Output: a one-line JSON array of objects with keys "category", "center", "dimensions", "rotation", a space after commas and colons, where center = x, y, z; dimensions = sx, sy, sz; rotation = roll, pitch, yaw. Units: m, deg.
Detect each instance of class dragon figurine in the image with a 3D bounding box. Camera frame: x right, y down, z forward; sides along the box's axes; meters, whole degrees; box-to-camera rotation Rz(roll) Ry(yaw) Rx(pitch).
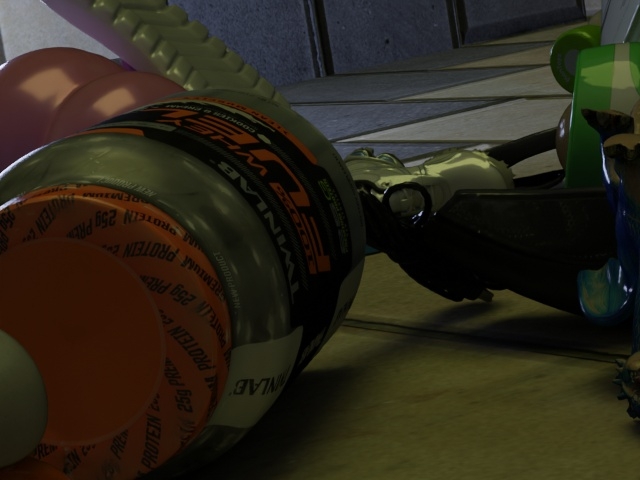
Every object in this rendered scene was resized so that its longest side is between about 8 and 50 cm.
[{"category": "dragon figurine", "center": [0.187, 0.003, 1.099], "dimensions": [0.085, 0.144, 0.289], "rotation": [0, 16, 1]}]

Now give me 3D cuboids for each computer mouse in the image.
[{"category": "computer mouse", "center": [0.150, 0.016, 1.277], "dimensions": [0.272, 0.072, 0.188], "rotation": [-1, -17, 34]}]

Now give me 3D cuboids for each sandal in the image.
[{"category": "sandal", "center": [-0.152, -0.156, 2.032], "dimensions": [0.102, 0.416, 0.169], "rotation": [-52, -11, 24]}, {"category": "sandal", "center": [0.160, -0.059, 1.894], "dimensions": [0.254, 0.054, 0.097], "rotation": [-18, 1, 4]}]

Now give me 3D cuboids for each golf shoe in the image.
[{"category": "golf shoe", "center": [0.086, -0.039, 1.781], "dimensions": [0.176, 0.069, 0.086], "rotation": [0, 25, 30]}]

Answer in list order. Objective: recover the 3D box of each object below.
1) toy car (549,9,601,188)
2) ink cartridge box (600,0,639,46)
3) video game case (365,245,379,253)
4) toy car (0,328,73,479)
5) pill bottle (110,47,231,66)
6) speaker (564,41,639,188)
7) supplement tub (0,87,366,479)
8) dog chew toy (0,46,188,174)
[{"category": "toy car", "center": [0.243, -0.076, 1.568], "dimensions": [0.149, 0.188, 0.155], "rotation": [42, 38, 26]}, {"category": "ink cartridge box", "center": [0.320, -0.181, 1.471], "dimensions": [0.211, 0.121, 0.289], "rotation": [18, 35, -2]}, {"category": "video game case", "center": [0.000, 0.000, 1.763], "dimensions": [0.119, 0.015, 0.166], "rotation": [-13, 9, -19]}, {"category": "toy car", "center": [-0.169, 0.130, 0.785], "dimensions": [0.182, 0.159, 0.136], "rotation": [-17, 48, -42]}, {"category": "pill bottle", "center": [-0.240, -0.105, 2.151], "dimensions": [0.318, 0.176, 0.176], "rotation": [-12, 9, -18]}, {"category": "speaker", "center": [0.312, -0.060, 1.302], "dimensions": [0.296, 0.131, 0.131], "rotation": [5, 11, 7]}, {"category": "supplement tub", "center": [-0.092, 0.023, 1.135], "dimensions": [0.193, 0.194, 0.316], "rotation": [-7, 10, 13]}, {"category": "dog chew toy", "center": [-0.189, -0.072, 1.862], "dimensions": [0.332, 0.207, 0.206], "rotation": [10, 20, 43]}]
